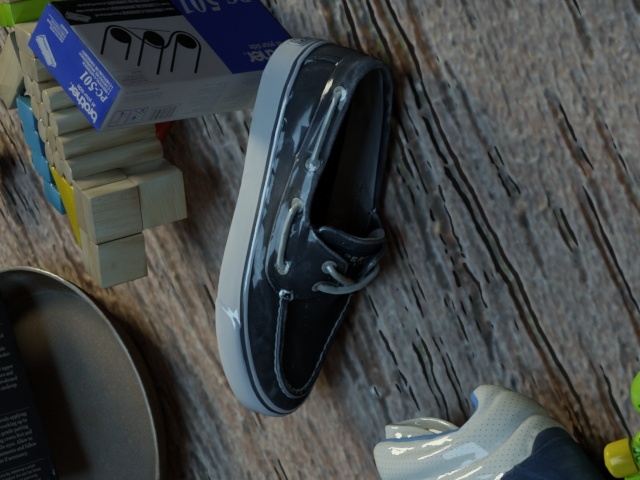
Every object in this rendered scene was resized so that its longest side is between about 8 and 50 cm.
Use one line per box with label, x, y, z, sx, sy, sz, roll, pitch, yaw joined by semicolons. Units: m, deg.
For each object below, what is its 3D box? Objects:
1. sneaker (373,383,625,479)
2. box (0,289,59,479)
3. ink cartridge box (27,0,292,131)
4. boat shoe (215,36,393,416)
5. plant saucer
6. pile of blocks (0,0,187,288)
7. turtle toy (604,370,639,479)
sneaker;0.103;0.251;1.274;0.236;0.130;0.322;60;135;28
box;-0.349;0.160;1.589;0.153;0.108;0.207;-24;84;42
ink cartridge box;-0.110;-0.141;1.310;0.097;0.207;0.046;50;127;22
boat shoe;0.000;0.000;1.319;0.102;0.108;0.301;19;104;39
plant saucer;-0.243;0.173;1.602;0.311;0.050;0.310;10;106;41
pile of blocks;-0.198;-0.137;1.470;0.149;0.113;0.362;-36;72;65
turtle toy;0.240;0.142;1.141;0.095;0.066;0.130;-18;81;18
